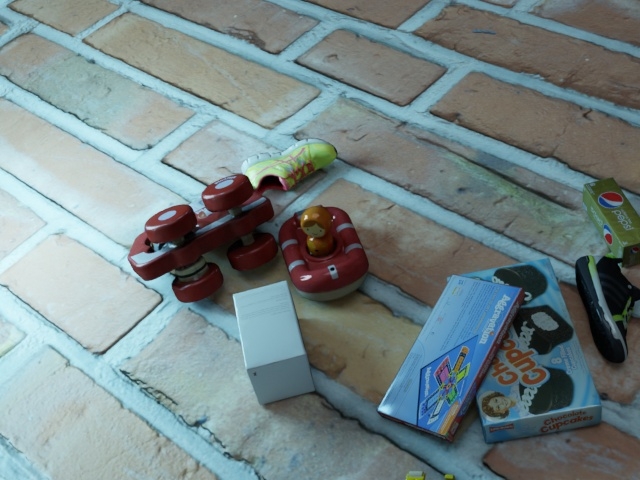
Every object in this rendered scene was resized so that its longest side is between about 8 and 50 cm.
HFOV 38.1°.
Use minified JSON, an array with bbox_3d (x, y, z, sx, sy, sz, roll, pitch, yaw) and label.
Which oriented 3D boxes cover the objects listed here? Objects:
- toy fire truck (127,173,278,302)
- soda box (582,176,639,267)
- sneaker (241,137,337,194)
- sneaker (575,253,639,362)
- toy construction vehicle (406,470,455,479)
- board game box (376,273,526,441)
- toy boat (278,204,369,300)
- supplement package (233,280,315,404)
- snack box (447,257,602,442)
[{"bbox_3d":[-0.243,-0.019,1.843,0.302,0.169,0.254,-29,22,-17],"label":"toy fire truck"},{"bbox_3d":[0.551,-0.036,1.723,0.061,0.058,0.181,-15,45,-2],"label":"soda box"},{"bbox_3d":[-0.060,-0.147,1.972,0.208,0.081,0.094,-18,51,4],"label":"sneaker"},{"bbox_3d":[0.503,0.102,1.578,0.097,0.084,0.235,-7,44,4],"label":"sneaker"},{"bbox_3d":[0.160,0.397,1.403,0.085,0.035,0.098,-7,41,22],"label":"toy construction vehicle"},{"bbox_3d":[0.217,0.186,1.531,0.145,0.027,0.281,11,61,45],"label":"board game box"},{"bbox_3d":[0.000,0.000,1.749,0.151,0.151,0.231,-17,44,-4],"label":"toy boat"},{"bbox_3d":[-0.082,0.177,1.623,0.105,0.105,0.179,-14,44,-2],"label":"supplement package"},{"bbox_3d":[0.334,0.177,1.558,0.187,0.060,0.322,-11,44,4],"label":"snack box"}]
